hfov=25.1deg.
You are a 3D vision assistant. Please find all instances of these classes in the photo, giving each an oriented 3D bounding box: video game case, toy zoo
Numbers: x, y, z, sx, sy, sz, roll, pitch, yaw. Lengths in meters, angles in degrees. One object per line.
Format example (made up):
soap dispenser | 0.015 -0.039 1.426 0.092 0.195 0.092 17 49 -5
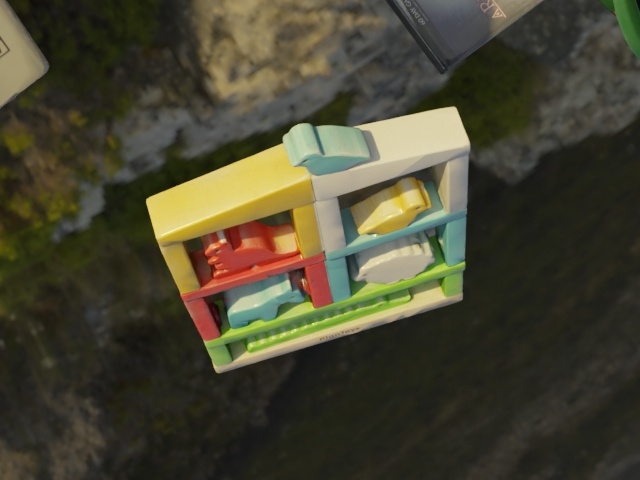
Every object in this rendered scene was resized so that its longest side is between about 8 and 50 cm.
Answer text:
video game case | 0.179 -0.332 1.528 0.274 0.196 0.026 -37 180 -11
toy zoo | 0.000 0.000 0.924 0.192 0.030 0.293 -17 156 -2

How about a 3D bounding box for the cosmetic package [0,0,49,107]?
cosmetic package | -0.297 -0.176 0.774 0.153 0.129 0.296 -38 134 -11

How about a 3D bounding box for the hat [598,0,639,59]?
hat | 0.196 -0.240 1.135 0.183 0.209 0.173 8 -149 40
